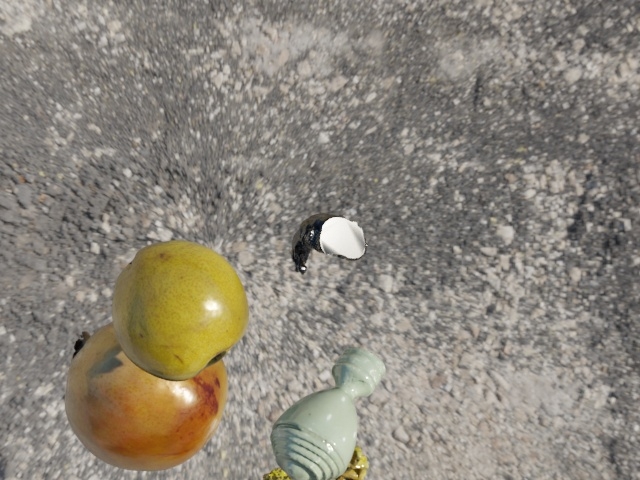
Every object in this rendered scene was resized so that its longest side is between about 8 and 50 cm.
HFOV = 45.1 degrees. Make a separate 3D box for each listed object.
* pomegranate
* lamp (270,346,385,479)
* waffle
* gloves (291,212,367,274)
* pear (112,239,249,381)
[{"bbox_3d":[-0.334,0.274,1.443,0.320,0.319,0.318,0,89,-8],"label":"pomegranate"},{"bbox_3d":[0.012,0.221,0.978,0.106,0.106,0.193,42,52,-5],"label":"lamp"},{"bbox_3d":[-0.005,0.422,1.402,0.194,0.051,0.149,-27,116,15],"label":"waffle"},{"bbox_3d":[-0.002,-0.002,1.445,0.129,0.181,0.106,-23,102,-30],"label":"gloves"},{"bbox_3d":[-0.209,0.097,1.140,0.209,0.209,0.208,0,89,-8],"label":"pear"}]
